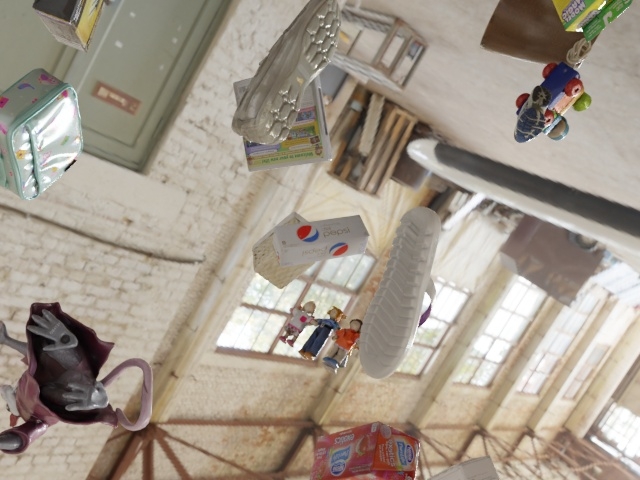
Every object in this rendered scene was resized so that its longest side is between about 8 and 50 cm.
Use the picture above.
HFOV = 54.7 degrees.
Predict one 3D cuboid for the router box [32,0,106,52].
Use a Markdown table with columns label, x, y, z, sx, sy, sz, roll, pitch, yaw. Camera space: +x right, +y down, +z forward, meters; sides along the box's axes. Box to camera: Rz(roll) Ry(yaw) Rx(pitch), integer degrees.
| label | x | y | z | sx | sy | sz | roll | pitch | yaw |
| --- | --- | --- | --- | --- | --- | --- | --- | --- | --- |
| router box | -0.519 | -0.600 | 1.364 | 0.081 | 0.309 | 0.243 | 19 | 179 | -12 |

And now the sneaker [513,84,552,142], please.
| label | x | y | z | sx | sy | sz | roll | pitch | yaw |
| --- | --- | --- | --- | --- | --- | --- | --- | --- | --- |
| sneaker | 0.411 | -0.237 | 1.214 | 0.052 | 0.135 | 0.058 | 31 | 158 | 2 |

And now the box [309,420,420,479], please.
| label | x | y | z | sx | sy | sz | roll | pitch | yaw |
| --- | --- | --- | --- | --- | --- | --- | --- | --- | --- |
| box | 0.100 | 0.524 | 1.461 | 0.128 | 0.122 | 0.257 | 29 | 143 | -21 |

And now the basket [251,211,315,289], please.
| label | x | y | z | sx | sy | sz | roll | pitch | yaw |
| --- | --- | --- | --- | --- | --- | --- | --- | --- | --- |
| basket | -0.085 | 0.030 | 1.587 | 0.113 | 0.167 | 0.103 | 38 | -153 | -26 |

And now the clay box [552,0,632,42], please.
| label | x | y | z | sx | sy | sz | roll | pitch | yaw |
| --- | --- | --- | --- | --- | --- | --- | --- | --- | --- |
| clay box | 0.509 | -0.514 | 1.206 | 0.053 | 0.222 | 0.127 | -5 | 159 | -24 |

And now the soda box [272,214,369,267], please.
| label | x | y | z | sx | sy | sz | roll | pitch | yaw |
| --- | --- | --- | --- | --- | --- | --- | --- | --- | --- |
| soda box | 0.000 | 0.000 | 1.453 | 0.216 | 0.069 | 0.074 | -8 | -129 | -18 |

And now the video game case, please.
| label | x | y | z | sx | sy | sz | roll | pitch | yaw |
| --- | --- | --- | --- | --- | --- | --- | --- | --- | --- |
| video game case | -0.081 | -0.248 | 1.271 | 0.212 | 0.193 | 0.023 | -3 | -169 | 35 |

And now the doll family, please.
| label | x | y | z | sx | sy | sz | roll | pitch | yaw |
| --- | --- | --- | --- | --- | --- | --- | --- | --- | --- |
| doll family | 0.026 | 0.252 | 1.640 | 0.263 | 0.163 | 0.118 | 18 | 150 | 41 |

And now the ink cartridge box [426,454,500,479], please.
| label | x | y | z | sx | sy | sz | roll | pitch | yaw |
| --- | --- | --- | --- | --- | --- | --- | --- | --- | --- |
| ink cartridge box | 0.326 | 0.583 | 1.297 | 0.092 | 0.158 | 0.218 | -7 | -119 | -27 |

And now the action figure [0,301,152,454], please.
| label | x | y | z | sx | sy | sz | roll | pitch | yaw |
| --- | --- | --- | --- | --- | --- | --- | --- | --- | --- |
| action figure | -0.485 | 0.256 | 1.128 | 0.276 | 0.370 | 0.248 | 16 | -127 | -26 |

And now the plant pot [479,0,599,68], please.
| label | x | y | z | sx | sy | sz | roll | pitch | yaw |
| --- | --- | --- | --- | --- | --- | --- | --- | --- | --- |
| plant pot | 0.535 | -0.508 | 1.466 | 0.230 | 0.215 | 0.215 | 30 | -173 | 11 |

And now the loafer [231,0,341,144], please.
| label | x | y | z | sx | sy | sz | roll | pitch | yaw |
| --- | --- | --- | --- | --- | --- | --- | --- | --- | --- |
| loafer | -0.063 | -0.322 | 1.138 | 0.111 | 0.319 | 0.112 | 17 | 161 | 34 |

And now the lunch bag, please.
| label | x | y | z | sx | sy | sz | roll | pitch | yaw |
| --- | --- | --- | --- | --- | --- | --- | --- | --- | --- |
| lunch bag | -0.653 | -0.229 | 1.413 | 0.108 | 0.224 | 0.279 | 27 | 144 | 3 |

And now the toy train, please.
| label | x | y | z | sx | sy | sz | roll | pitch | yaw |
| --- | --- | --- | --- | --- | --- | --- | --- | --- | --- |
| toy train | 0.585 | -0.352 | 1.432 | 0.143 | 0.248 | 0.105 | 23 | -155 | -39 |

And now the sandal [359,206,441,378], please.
| label | x | y | z | sx | sy | sz | roll | pitch | yaw |
| --- | --- | --- | --- | --- | --- | --- | --- | --- | --- |
| sandal | 0.207 | 0.132 | 1.425 | 0.102 | 0.416 | 0.169 | 13 | -170 | -30 |
